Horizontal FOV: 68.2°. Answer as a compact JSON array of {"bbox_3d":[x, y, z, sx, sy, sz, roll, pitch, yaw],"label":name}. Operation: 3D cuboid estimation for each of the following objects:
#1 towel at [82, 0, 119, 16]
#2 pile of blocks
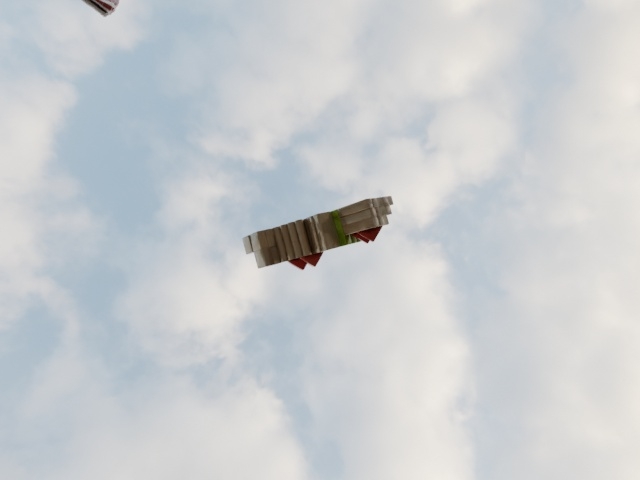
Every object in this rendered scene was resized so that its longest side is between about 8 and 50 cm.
[{"bbox_3d":[-0.582,-0.650,1.113,0.237,0.329,0.037,31,-67,-32],"label":"towel"},{"bbox_3d":[0.000,0.000,1.091,0.362,0.149,0.113,-15,-92,17],"label":"pile of blocks"}]
